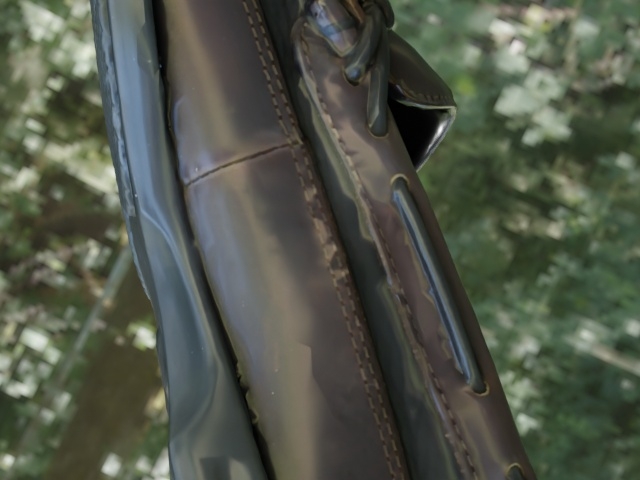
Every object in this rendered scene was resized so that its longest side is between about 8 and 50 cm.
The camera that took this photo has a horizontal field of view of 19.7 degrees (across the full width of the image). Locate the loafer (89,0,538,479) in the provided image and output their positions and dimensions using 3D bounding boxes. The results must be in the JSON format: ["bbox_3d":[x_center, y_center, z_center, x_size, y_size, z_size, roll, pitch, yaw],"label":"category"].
[{"bbox_3d":[0.000,0.000,0.453,0.095,0.302,0.109,-9,161,-7],"label":"loafer"}]
